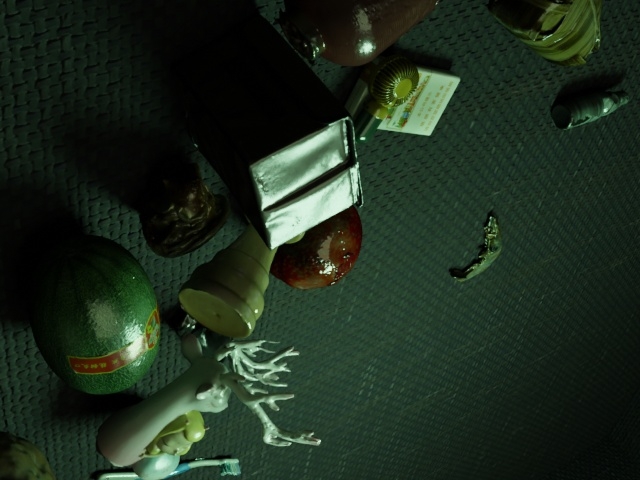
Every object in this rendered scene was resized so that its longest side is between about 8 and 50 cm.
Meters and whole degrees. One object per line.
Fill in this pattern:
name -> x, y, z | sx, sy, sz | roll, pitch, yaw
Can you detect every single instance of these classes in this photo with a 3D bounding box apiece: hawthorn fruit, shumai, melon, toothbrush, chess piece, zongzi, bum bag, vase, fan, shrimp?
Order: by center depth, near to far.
melon -> -0.321, 0.117, 1.339 | 0.182, 0.182, 0.287 | -28, 144, -23
shumai -> -0.203, -0.056, 1.350 | 0.145, 0.145, 0.116 | -31, 124, -19
chess piece -> -0.065, -0.042, 1.397 | 0.397, 0.117, 0.117 | -60, 158, -31
fan -> 0.099, -0.219, 1.475 | 0.082, 0.039, 0.155 | 12, 117, -50
hawthorn fruit -> 0.000, 0.000, 1.562 | 0.181, 0.181, 0.235 | -52, 148, 14
zongzi -> 0.437, -0.447, 1.568 | 0.286, 0.134, 0.288 | 10, 114, -59
bum bag -> -0.201, 0.170, 1.658 | 0.087, 0.049, 0.197 | -39, 148, -15
toothbrush -> -0.306, 0.471, 1.919 | 0.386, 0.040, 0.040 | 13, 118, -49
vase -> 0.574, -0.282, 1.960 | 0.211, 0.060, 0.060 | -19, 141, -33
shrimp -> 0.354, 0.029, 2.115 | 0.148, 0.035, 0.195 | -32, 148, -13

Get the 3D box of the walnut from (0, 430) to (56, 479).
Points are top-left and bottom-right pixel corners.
walnut -> -0.523, 0.426, 1.438 | 0.227, 0.273, 0.273 | -6, 143, 1

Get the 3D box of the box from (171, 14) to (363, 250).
box -> -0.073, -0.144, 1.243 | 0.153, 0.252, 0.188 | -29, 144, -12

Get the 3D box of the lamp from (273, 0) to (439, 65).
lamp -> 0.057, -0.343, 1.228 | 0.258, 0.180, 0.180 | -42, 149, -14

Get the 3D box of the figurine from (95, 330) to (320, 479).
figurine -> -0.186, 0.284, 1.629 | 0.316, 0.206, 0.284 | -37, 133, 29

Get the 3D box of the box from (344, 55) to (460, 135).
box -> 0.136, -0.240, 1.556 | 0.220, 0.032, 0.122 | 0, 127, -46
